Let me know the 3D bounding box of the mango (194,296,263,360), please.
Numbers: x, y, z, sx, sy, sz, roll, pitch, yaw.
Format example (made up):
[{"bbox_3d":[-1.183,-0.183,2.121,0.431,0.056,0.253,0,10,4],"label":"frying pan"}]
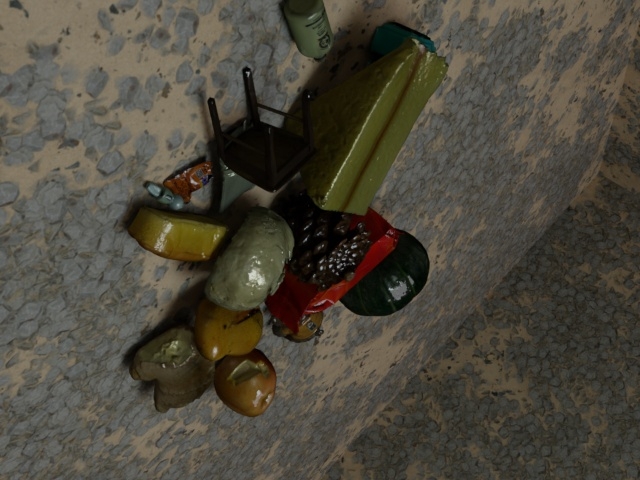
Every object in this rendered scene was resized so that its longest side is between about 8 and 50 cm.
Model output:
[{"bbox_3d":[-0.218,0.200,1.731,0.120,0.177,0.295,-18,-178,9],"label":"mango"}]

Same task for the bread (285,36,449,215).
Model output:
[{"bbox_3d":[0.138,-0.250,1.581,0.361,0.245,0.233,-30,163,28],"label":"bread"}]

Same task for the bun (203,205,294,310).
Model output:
[{"bbox_3d":[-0.149,0.050,1.614,0.259,0.152,0.259,-56,-178,3],"label":"bun"}]

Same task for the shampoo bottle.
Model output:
[{"bbox_3d":[-0.018,-0.419,1.429,0.079,0.079,0.162,-46,152,-11],"label":"shampoo bottle"}]

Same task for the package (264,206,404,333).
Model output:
[{"bbox_3d":[0.023,0.047,1.917,0.423,0.196,0.123,-39,148,-21],"label":"package"}]

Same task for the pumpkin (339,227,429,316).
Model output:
[{"bbox_3d":[0.166,0.084,2.086,0.300,0.300,0.207,-43,122,-17],"label":"pumpkin"}]

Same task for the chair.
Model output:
[{"bbox_3d":[-0.121,-0.168,1.462,0.160,0.186,0.319,-49,153,-34],"label":"chair"}]

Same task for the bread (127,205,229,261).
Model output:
[{"bbox_3d":[-0.292,-0.014,1.477,0.245,0.102,0.094,8,111,-61],"label":"bread"}]

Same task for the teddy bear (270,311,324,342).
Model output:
[{"bbox_3d":[-0.067,0.217,2.062,0.177,0.140,0.190,-47,144,-2],"label":"teddy bear"}]

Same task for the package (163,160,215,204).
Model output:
[{"bbox_3d":[-0.264,-0.119,1.462,0.110,0.033,0.077,-35,158,-20],"label":"package"}]

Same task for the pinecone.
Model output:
[{"bbox_3d":[0.000,0.000,1.747,0.224,0.272,0.224,-32,149,-23],"label":"pinecone"}]

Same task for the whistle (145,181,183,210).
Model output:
[{"bbox_3d":[-0.309,-0.088,1.420,0.035,0.035,0.100,-53,138,2],"label":"whistle"}]

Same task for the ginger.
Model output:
[{"bbox_3d":[-0.360,0.312,1.733,0.221,0.130,0.276,-10,131,-44],"label":"ginger"}]

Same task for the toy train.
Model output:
[{"bbox_3d":[0.189,-0.434,1.704,0.197,0.107,0.155,-5,120,-55],"label":"toy train"}]

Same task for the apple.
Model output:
[{"bbox_3d":[-0.208,0.404,2.008,0.199,0.199,0.199,-37,149,-27],"label":"apple"}]
